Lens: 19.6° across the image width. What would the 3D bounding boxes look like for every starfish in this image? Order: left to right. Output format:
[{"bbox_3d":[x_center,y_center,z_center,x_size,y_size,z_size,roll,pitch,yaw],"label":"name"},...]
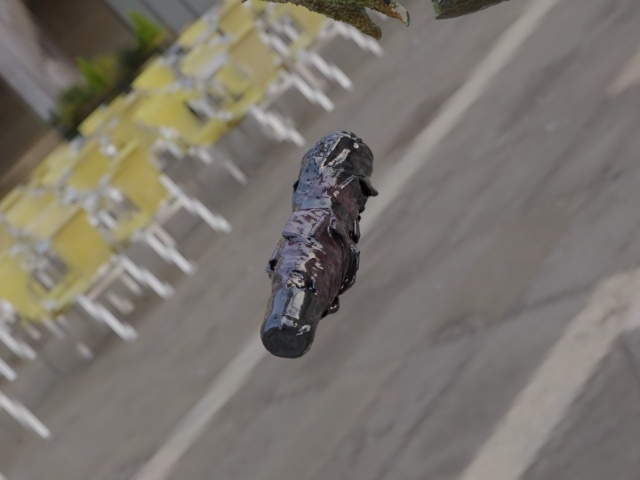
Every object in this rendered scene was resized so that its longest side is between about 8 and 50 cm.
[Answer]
[{"bbox_3d":[-0.019,-0.247,1.740,0.176,0.208,0.053,-15,37,56],"label":"starfish"}]

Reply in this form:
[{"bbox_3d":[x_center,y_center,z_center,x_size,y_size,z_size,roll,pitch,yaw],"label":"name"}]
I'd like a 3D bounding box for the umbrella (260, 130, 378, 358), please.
[{"bbox_3d":[0.000,0.000,1.875,0.326,0.094,0.090,-76,-2,-49],"label":"umbrella"}]

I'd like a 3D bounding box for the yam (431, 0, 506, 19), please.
[{"bbox_3d":[0.249,-0.291,1.955,0.274,0.061,0.061,-14,16,8],"label":"yam"}]
